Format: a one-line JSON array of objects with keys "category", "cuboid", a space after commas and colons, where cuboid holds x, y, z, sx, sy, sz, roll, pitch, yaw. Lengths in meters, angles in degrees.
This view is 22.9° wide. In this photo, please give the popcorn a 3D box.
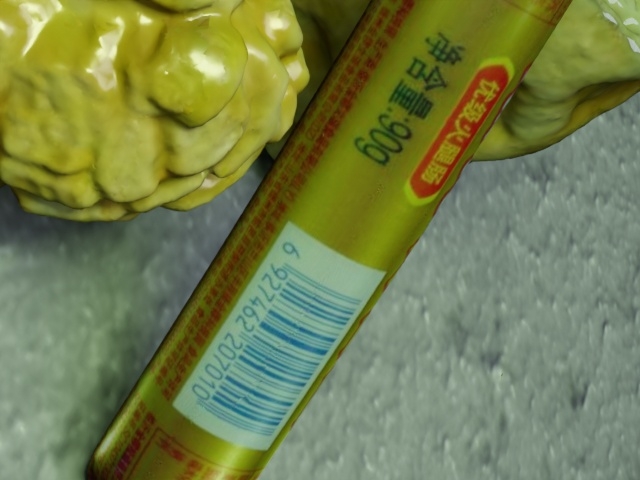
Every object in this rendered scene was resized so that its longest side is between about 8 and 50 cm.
[{"category": "popcorn", "cuboid": [-0.108, -0.092, 0.613, 0.163, 0.140, 0.194, -29, 67, -39]}]

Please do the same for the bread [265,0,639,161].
[{"category": "bread", "cuboid": [0.064, -0.150, 0.798, 0.196, 0.252, 0.238, -49, 117, -40]}]

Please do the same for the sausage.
[{"category": "sausage", "cuboid": [0.000, 0.000, 0.663, 0.082, 0.082, 0.371, 11, 116, -52]}]
